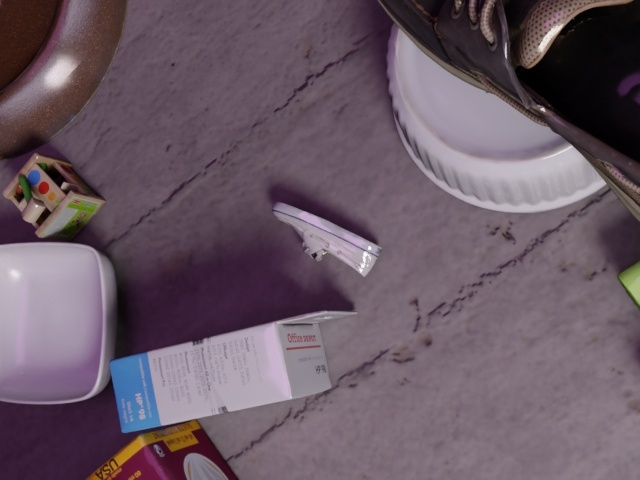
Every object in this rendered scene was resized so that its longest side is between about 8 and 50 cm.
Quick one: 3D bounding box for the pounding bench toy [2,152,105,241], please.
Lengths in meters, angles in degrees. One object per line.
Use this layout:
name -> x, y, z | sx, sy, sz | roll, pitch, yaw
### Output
pounding bench toy -> -0.250, -0.042, 0.751 | 0.065, 0.083, 0.052 | 45, 99, 15

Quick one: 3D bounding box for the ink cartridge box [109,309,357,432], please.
ink cartridge box -> -0.060, 0.103, 0.667 | 0.180, 0.104, 0.060 | -14, 81, 16

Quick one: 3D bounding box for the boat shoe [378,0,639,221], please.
boat shoe -> 0.148, -0.133, 0.495 | 0.355, 0.130, 0.132 | 41, 98, 16

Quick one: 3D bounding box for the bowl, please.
bowl -> -0.243, 0.074, 0.755 | 0.142, 0.053, 0.142 | -1, 84, 18

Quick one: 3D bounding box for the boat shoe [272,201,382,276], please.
boat shoe -> 0.000, 0.000, 0.696 | 0.100, 0.035, 0.035 | 26, 90, 11

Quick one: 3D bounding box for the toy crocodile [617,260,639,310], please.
toy crocodile -> 0.316, 0.148, 0.545 | 0.115, 0.105, 0.340 | -31, 76, 13

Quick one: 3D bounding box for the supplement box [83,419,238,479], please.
supplement box -> -0.096, 0.246, 0.666 | 0.081, 0.104, 0.188 | -41, 75, 10

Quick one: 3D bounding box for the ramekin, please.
ramekin -> 0.145, -0.128, 0.622 | 0.207, 0.109, 0.207 | -2, 84, 17

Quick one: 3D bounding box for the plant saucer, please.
plant saucer -> -0.335, -0.232, 0.815 | 0.311, 0.050, 0.310 | -2, 84, 16
